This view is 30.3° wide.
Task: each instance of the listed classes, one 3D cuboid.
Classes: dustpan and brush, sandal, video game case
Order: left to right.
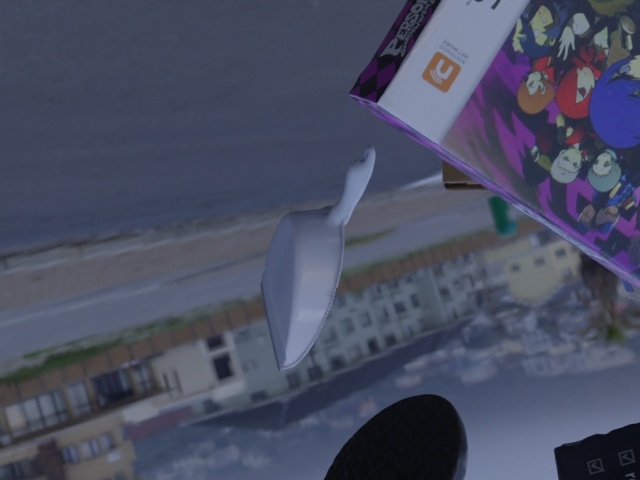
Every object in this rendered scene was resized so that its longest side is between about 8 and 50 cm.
[{"bbox_3d":[0.000,0.000,1.090,0.060,0.211,0.147,4,-145,-15],"label":"dustpan and brush"},{"bbox_3d":[0.059,0.377,1.260,0.167,0.446,0.107,-2,146,35],"label":"sandal"},{"bbox_3d":[0.161,-0.091,0.522,0.210,0.232,0.042,-58,-158,1],"label":"video game case"}]

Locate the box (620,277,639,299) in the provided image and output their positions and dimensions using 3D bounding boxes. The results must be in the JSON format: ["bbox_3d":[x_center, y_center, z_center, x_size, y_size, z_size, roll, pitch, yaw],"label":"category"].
[{"bbox_3d":[0.309,-0.021,1.048,0.136,0.225,0.036,10,-128,43],"label":"box"}]

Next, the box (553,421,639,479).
[{"bbox_3d":[0.490,0.358,0.943,0.471,0.480,0.297,-23,134,22],"label":"box"}]

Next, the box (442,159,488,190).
[{"bbox_3d":[0.219,-0.146,1.325,0.164,0.201,0.021,-1,149,7],"label":"box"}]
